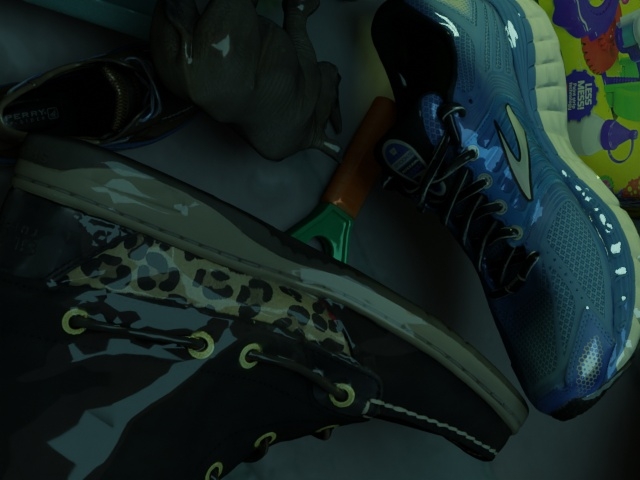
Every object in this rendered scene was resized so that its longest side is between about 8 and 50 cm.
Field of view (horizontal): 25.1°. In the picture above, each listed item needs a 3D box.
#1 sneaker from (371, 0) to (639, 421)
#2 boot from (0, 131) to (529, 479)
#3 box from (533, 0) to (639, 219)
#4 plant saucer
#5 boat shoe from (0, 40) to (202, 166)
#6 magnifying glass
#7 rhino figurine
[{"bbox_3d":[0.107,-0.030,0.971,0.147,0.130,0.330,2,58,-33],"label":"sneaker"},{"bbox_3d":[-0.070,0.133,0.882,0.377,0.138,0.284,30,82,-29],"label":"boot"},{"bbox_3d":[0.310,-0.161,1.083,0.279,0.177,0.290,6,85,-43],"label":"box"},{"bbox_3d":[-0.171,-0.173,0.891,0.192,0.018,0.067,16,49,-26],"label":"plant saucer"},{"bbox_3d":[-0.132,-0.086,0.907,0.183,0.066,0.066,-23,99,-30],"label":"boat shoe"},{"bbox_3d":[0.000,0.000,1.011,0.092,0.026,0.231,36,72,-24],"label":"magnifying glass"},{"bbox_3d":[-0.036,-0.109,0.924,0.243,0.073,0.106,33,57,-63],"label":"rhino figurine"}]
